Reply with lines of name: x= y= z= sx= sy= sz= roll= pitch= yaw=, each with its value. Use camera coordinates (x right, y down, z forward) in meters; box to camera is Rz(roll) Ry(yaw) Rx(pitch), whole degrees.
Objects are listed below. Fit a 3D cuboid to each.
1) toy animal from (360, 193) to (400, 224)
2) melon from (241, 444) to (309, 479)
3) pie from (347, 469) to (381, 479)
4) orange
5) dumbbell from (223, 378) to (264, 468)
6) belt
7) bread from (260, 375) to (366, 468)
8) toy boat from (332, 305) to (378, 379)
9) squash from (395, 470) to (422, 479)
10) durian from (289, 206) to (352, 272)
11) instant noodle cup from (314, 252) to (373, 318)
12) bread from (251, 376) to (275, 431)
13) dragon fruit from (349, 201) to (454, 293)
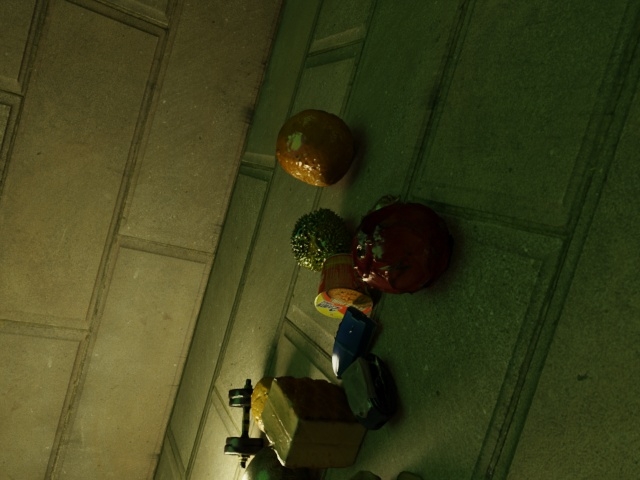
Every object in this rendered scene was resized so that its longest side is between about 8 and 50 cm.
toy animal: x=0.216 y=-0.104 z=1.904 sx=0.241 sy=0.057 sz=0.099 roll=-50 pitch=37 yaw=41
melon: x=-0.174 y=0.915 z=1.953 sx=0.329 sy=0.248 sz=0.248 roll=-62 pitch=30 yaw=35
pie: x=0.122 y=0.785 z=1.570 sx=0.193 sy=0.163 sz=0.079 roll=-64 pitch=10 yaw=9
orange: x=-0.018 y=-0.395 z=2.189 sx=0.340 sy=0.340 sz=0.293 roll=7 pitch=72 yaw=62
dumbbell: x=-0.342 y=0.830 z=2.370 sx=0.185 sy=0.185 sz=0.388 roll=-34 pitch=49 yaw=52
belt: x=0.165 y=0.470 z=1.646 sx=0.126 sy=0.140 sz=0.230 roll=-56 pitch=32 yaw=35
bread: x=-0.028 y=0.622 z=1.787 sx=0.279 sy=0.279 sz=0.207 roll=32 pitch=107 yaw=58
toy boat: x=0.106 y=0.380 z=1.852 sx=0.129 sy=0.088 sz=0.295 roll=33 pitch=119 yaw=31
squash: x=0.223 y=0.764 z=1.484 sx=0.094 sy=0.094 sz=0.224 roll=-118 pitch=40 yaw=-52
durian: x=-0.002 y=-0.002 z=2.081 sx=0.291 sy=0.225 sz=0.291 roll=-29 pitch=53 yaw=47
instant noodle cup: x=0.086 y=0.159 z=1.888 sx=0.213 sy=0.213 sz=0.174 roll=-46 pitch=32 yaw=44
bread: x=-0.206 y=0.702 z=2.224 sx=0.240 sy=0.139 sz=0.240 roll=-35 pitch=49 yaw=52
dragon fruit: x=0.243 y=0.029 z=1.576 sx=0.295 sy=0.302 sz=0.295 roll=24 pitch=119 yaw=54
